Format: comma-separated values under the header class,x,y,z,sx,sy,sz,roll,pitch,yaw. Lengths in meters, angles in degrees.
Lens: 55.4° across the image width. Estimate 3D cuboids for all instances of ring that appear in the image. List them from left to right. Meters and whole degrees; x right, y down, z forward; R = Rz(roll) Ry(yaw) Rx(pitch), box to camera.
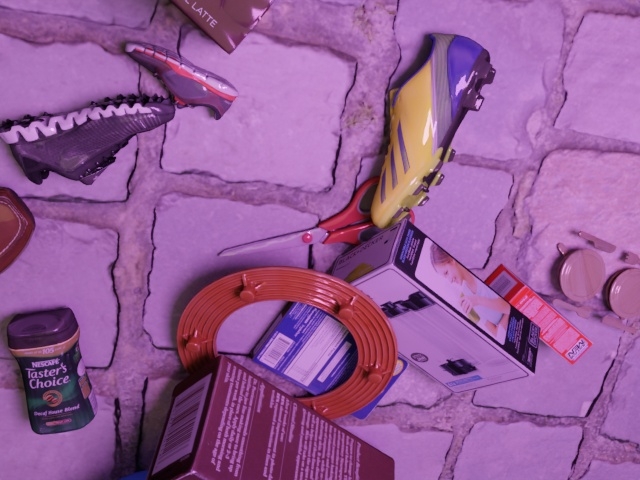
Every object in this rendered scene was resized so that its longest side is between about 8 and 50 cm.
class,x,y,z,sx,sy,sz,roll,pitch,yaw
ring,-0.052,0.176,0.919,0.336,0.032,0.337,3,127,4

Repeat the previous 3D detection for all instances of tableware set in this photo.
class,x,y,z,sx,sy,sz,roll,pitch,yaw
tableware set,0.467,0.071,1.013,0.194,0.039,0.128,20,93,-20

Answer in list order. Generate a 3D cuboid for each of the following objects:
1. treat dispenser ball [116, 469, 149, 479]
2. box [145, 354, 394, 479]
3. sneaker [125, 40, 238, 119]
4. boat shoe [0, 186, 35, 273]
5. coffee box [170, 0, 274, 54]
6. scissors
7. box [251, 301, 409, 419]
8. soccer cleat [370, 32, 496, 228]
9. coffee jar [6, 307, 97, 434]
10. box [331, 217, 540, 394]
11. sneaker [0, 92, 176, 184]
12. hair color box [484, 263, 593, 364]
class,x,y,z,sx,sy,sz,roll,pitch,yaw
treat dispenser ball,-0.254,0.500,0.926,0.287,0.288,0.289,-2,109,-7
box,-0.058,0.358,0.920,0.381,0.191,0.143,37,125,-23
sneaker,-0.192,-0.210,0.816,0.157,0.061,0.065,25,110,-14
boat shoe,-0.539,0.048,0.822,0.323,0.120,0.123,-32,110,4
coffee box,-0.122,-0.299,0.694,0.141,0.246,0.098,40,100,-18
scissors,0.000,0.000,0.931,0.296,0.021,0.109,-26,112,0
box,0.018,0.190,0.990,0.225,0.036,0.136,33,101,-16
soccer cleat,0.137,-0.155,0.872,0.121,0.093,0.289,32,103,18
coffee jar,-0.400,0.192,0.912,0.096,0.079,0.185,-7,109,-5
box,0.166,0.110,0.913,0.290,0.087,0.169,38,141,-18
sneaker,-0.302,-0.132,0.820,0.234,0.078,0.106,-12,113,0
hair color box,0.348,0.118,0.982,0.167,0.093,0.053,39,100,-18
